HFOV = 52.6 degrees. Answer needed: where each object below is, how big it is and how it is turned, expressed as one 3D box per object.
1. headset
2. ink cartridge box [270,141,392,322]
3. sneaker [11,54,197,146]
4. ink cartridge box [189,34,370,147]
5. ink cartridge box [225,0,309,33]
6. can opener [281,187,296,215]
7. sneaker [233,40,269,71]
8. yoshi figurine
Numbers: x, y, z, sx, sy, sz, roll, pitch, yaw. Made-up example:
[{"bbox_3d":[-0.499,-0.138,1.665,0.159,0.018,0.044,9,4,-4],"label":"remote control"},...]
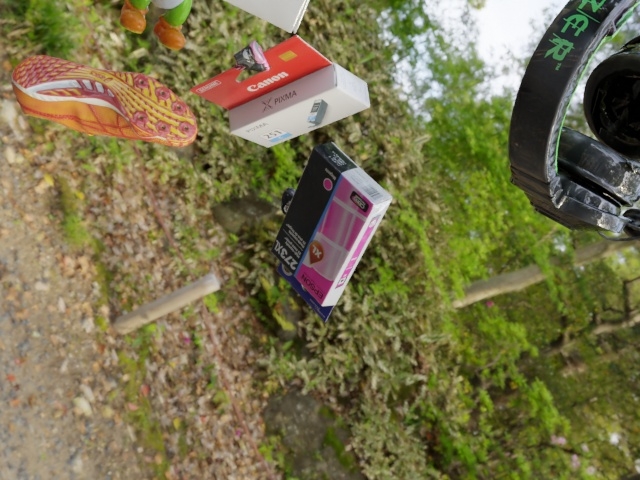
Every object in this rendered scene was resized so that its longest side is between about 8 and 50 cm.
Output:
[{"bbox_3d":[0.337,-0.096,0.685,0.185,0.243,0.394,39,-5,39],"label":"headset"},{"bbox_3d":[0.000,0.000,1.316,0.176,0.069,0.371,45,-45,23],"label":"ink cartridge box"},{"bbox_3d":[-0.205,-0.129,0.630,0.067,0.175,0.064,121,-15,-63],"label":"sneaker"},{"bbox_3d":[-0.086,-0.304,1.393,0.261,0.296,0.066,15,64,-54],"label":"ink cartridge box"},{"bbox_3d":[-0.181,-0.547,1.149,0.384,0.160,0.279,23,28,-12],"label":"ink cartridge box"},{"bbox_3d":[-0.021,-0.043,1.448,0.186,0.073,0.059,51,-43,9],"label":"can opener"},{"bbox_3d":[-0.126,-0.321,1.155,0.047,0.057,0.119,64,5,-1],"label":"sneaker"},{"bbox_3d":[-0.317,-0.622,1.482,0.203,0.362,0.203,35,23,5],"label":"yoshi figurine"}]
